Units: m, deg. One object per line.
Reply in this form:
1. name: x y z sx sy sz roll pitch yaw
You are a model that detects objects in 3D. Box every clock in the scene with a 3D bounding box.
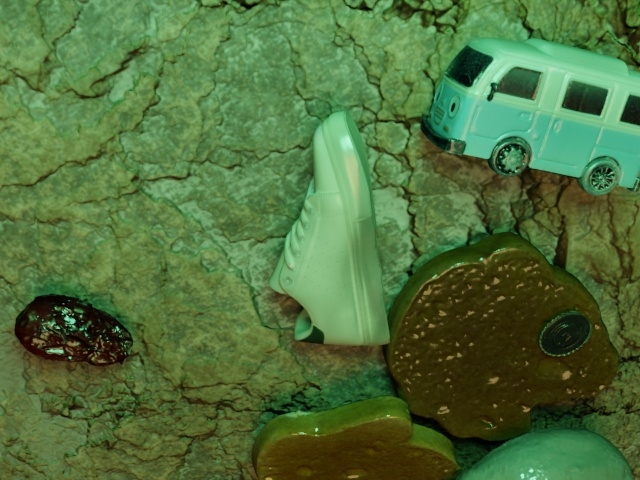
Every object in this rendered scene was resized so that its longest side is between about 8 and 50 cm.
1. clock: 0.368 0.142 1.096 0.074 0.010 0.083 36 109 -21

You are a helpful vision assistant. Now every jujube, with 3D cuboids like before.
1. jujube: -0.355 0.135 1.051 0.166 0.104 0.104 31 112 -34

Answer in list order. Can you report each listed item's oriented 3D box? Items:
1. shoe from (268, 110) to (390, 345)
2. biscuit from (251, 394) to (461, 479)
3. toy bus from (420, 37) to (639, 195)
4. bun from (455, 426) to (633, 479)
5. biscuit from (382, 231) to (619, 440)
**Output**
1. shoe: 0.000 0.000 0.996 0.160 0.131 0.363 -8 123 5
2. biscuit: 0.064 0.341 1.193 0.344 0.057 0.287 8 134 -9
3. toy bus: 0.282 -0.167 0.926 0.271 0.133 0.164 9 112 -13
4. bun: 0.365 0.474 1.215 0.355 0.194 0.354 -12 129 -15
5. biscuit: 0.284 0.164 1.139 0.381 0.074 0.358 17 117 -16
